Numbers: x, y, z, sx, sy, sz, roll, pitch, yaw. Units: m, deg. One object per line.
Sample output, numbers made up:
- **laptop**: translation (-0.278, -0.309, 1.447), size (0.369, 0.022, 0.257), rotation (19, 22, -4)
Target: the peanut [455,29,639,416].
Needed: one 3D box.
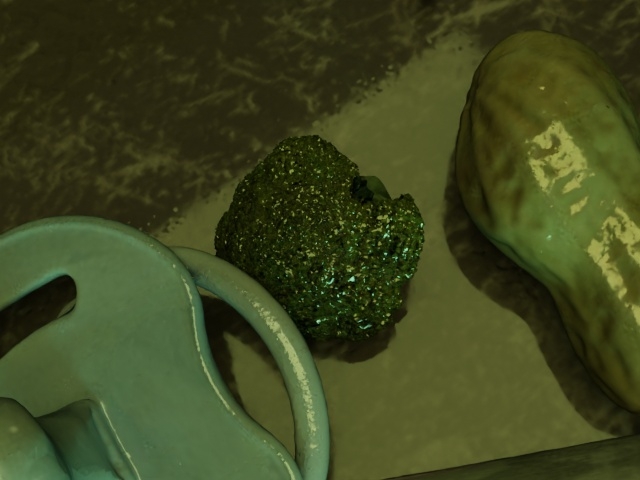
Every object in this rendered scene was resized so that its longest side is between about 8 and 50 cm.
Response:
- **peanut**: translation (0.161, -0.005, 0.853), size (0.123, 0.123, 0.256), rotation (-27, 79, -5)

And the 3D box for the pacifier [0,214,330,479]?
- **pacifier**: translation (-0.127, 0.117, 0.773), size (0.238, 0.226, 0.287), rotation (-30, 82, 17)

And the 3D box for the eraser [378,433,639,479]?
- **eraser**: translation (0.204, 0.207, 0.793), size (0.397, 0.082, 0.213), rotation (-11, 77, 8)

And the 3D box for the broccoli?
- **broccoli**: translation (0.000, 0.000, 0.861), size (0.130, 0.131, 0.120), rotation (32, 41, 20)
